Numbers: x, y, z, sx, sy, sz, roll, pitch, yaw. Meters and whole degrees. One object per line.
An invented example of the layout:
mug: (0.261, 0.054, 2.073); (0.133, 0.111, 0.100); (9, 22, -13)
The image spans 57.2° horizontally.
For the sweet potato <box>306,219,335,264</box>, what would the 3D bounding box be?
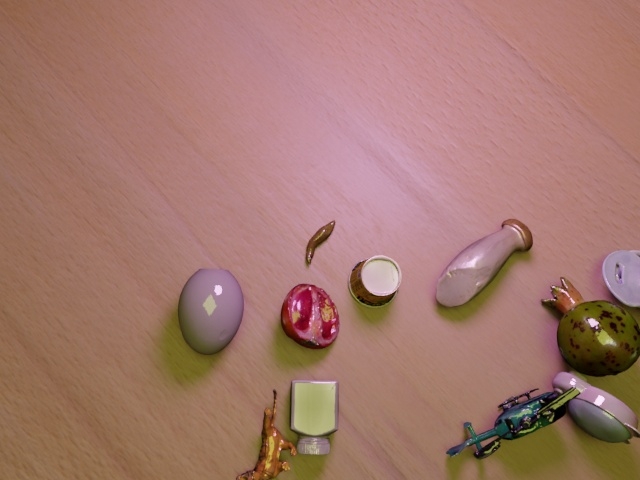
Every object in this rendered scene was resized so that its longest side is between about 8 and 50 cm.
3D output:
sweet potato: (-0.006, -0.002, 1.728); (0.041, 0.038, 0.153); (28, 77, 27)

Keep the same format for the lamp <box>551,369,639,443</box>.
lamp: (0.732, 0.458, 1.586); (0.108, 0.179, 0.246); (-43, 63, -16)

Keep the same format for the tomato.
tomato: (-0.044, 0.215, 1.646); (0.189, 0.099, 0.173); (28, 54, -36)

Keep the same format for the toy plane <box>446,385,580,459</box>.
toy plane: (0.512, 0.494, 1.578); (0.381, 0.155, 0.106); (-25, 79, 8)

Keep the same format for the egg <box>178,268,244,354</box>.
egg: (-0.297, 0.193, 1.593); (0.176, 0.176, 0.232); (6, 85, -2)

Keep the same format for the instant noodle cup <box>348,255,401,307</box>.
instant noodle cup: (0.160, 0.111, 1.664); (0.151, 0.122, 0.151); (1, 78, -4)

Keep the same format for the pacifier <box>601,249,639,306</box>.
pacifier: (0.959, 0.097, 1.672); (0.279, 0.207, 0.227); (21, 58, 2)

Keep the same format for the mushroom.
mushroom: (0.469, 0.062, 1.697); (0.350, 0.128, 0.128); (-35, 80, -15)

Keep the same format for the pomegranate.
pomegranate: (0.729, 0.240, 1.609); (0.231, 0.231, 0.286); (-41, 75, -12)

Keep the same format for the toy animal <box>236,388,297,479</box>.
toy animal: (-0.132, 0.531, 1.569); (0.114, 0.116, 0.255); (20, 69, -22)

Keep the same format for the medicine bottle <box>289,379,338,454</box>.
medicine bottle: (-0.018, 0.473, 1.581); (0.132, 0.088, 0.189); (2, 76, -3)
